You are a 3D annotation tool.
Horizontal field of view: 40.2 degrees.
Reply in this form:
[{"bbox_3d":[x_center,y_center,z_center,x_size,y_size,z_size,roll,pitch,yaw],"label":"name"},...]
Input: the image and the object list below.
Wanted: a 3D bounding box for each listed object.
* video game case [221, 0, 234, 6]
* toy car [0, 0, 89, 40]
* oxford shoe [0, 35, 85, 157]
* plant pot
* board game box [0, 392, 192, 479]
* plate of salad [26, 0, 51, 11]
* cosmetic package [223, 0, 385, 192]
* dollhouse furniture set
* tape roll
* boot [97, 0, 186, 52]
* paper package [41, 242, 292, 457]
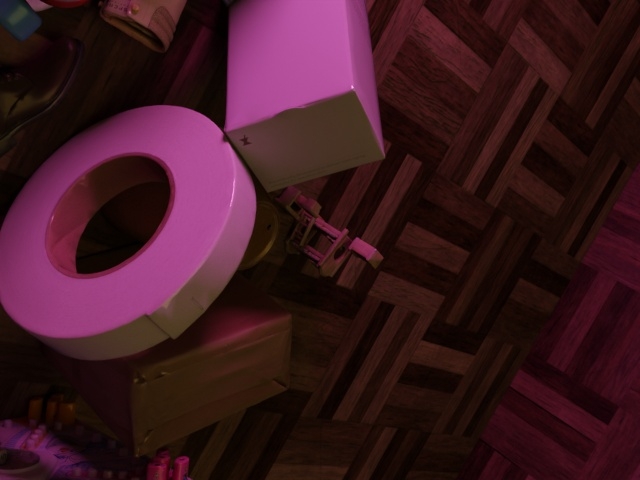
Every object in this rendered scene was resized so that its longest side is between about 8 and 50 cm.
[{"bbox_3d":[-0.098,-0.449,1.204,0.196,0.026,0.274,-39,164,2],"label":"video game case"},{"bbox_3d":[-0.313,-0.351,0.994,0.219,0.238,0.210,-44,124,-5],"label":"toy car"},{"bbox_3d":[-0.416,-0.207,1.195,0.227,0.083,0.096,-48,137,-13],"label":"oxford shoe"},{"bbox_3d":[-0.189,-0.059,1.406,0.237,0.254,0.237,-28,135,-33],"label":"plant pot"},{"bbox_3d":[-0.453,0.323,1.286,0.390,0.390,0.050,-2,100,-47],"label":"board game box"},{"bbox_3d":[-0.376,-0.392,1.136,0.200,0.048,0.199,-28,134,-33],"label":"plate of salad"},{"bbox_3d":[-0.028,-0.275,1.317,0.197,0.365,0.155,-14,143,15],"label":"cosmetic package"},{"bbox_3d":[0.000,0.000,1.709,0.101,0.182,0.161,-52,142,-6],"label":"dollhouse furniture set"},{"bbox_3d":[-0.277,-0.019,1.225,0.392,0.392,0.072,-49,141,-11],"label":"tape roll"},{"bbox_3d":[-0.252,-0.403,1.202,0.203,0.095,0.262,-64,150,-11],"label":"boot"},{"bbox_3d":[-0.253,0.152,1.423,0.309,0.325,0.168,-17,126,-39],"label":"paper package"}]
